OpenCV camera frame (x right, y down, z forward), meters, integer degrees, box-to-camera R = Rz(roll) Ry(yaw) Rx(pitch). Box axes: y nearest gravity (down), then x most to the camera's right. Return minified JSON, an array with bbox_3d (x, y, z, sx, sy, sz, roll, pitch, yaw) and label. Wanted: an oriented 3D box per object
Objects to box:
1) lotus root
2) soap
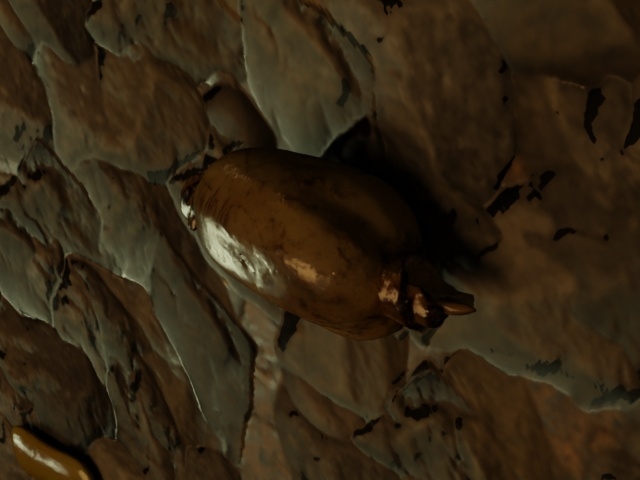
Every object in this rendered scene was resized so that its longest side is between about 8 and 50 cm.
[{"bbox_3d":[0.000,0.000,0.689,0.152,0.063,0.072,26,169,39],"label":"lotus root"},{"bbox_3d":[-0.155,0.131,1.037,0.089,0.012,0.034,18,126,48],"label":"soap"}]
